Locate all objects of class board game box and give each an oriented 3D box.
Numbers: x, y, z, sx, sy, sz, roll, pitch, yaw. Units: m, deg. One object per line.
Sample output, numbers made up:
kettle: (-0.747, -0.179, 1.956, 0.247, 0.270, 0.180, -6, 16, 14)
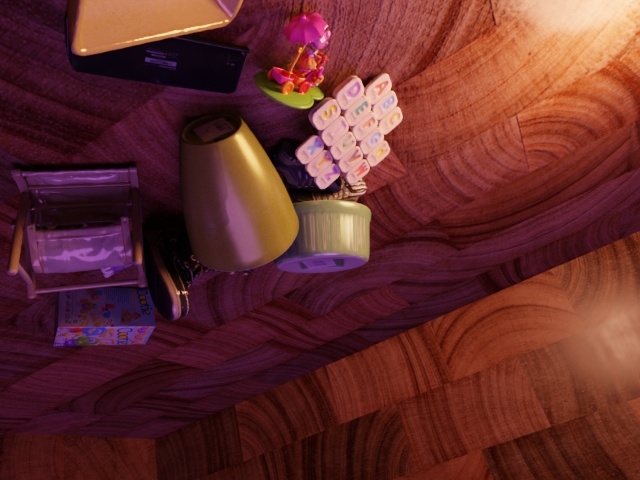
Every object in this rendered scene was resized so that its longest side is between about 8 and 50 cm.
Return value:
board game box: (-0.687, 0.243, 1.514, 0.275, 0.145, 0.142, 6, 143, -32)

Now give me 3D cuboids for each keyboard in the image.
keyboard: (-0.285, -0.364, 0.861, 0.316, 0.033, 0.201, 0, 151, -27)

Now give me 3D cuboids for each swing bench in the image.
swing bench: (-0.538, -0.025, 1.074, 0.253, 0.255, 0.165, -4, 156, -19)

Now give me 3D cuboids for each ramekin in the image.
ramekin: (0.000, 0.000, 1.362, 0.302, 0.149, 0.303, -3, 167, -1)

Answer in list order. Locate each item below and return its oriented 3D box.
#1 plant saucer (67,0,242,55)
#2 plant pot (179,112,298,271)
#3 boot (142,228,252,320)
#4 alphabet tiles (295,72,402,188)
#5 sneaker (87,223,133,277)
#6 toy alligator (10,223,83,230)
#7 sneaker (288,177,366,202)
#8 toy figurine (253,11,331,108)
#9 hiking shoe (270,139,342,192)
plant saucer: (-0.189, -0.428, 0.626, 0.333, 0.081, 0.333, -43, 175, -47)
plant pot: (-0.208, -0.129, 1.087, 0.274, 0.275, 0.294, -14, 131, -4)
boot: (-0.306, 0.061, 1.242, 0.283, 0.377, 0.138, -6, 114, -26)
alphabet tiles: (0.077, -0.250, 1.129, 0.278, 0.021, 0.284, -41, 145, -1)
sneaker: (-0.554, 0.012, 1.275, 0.104, 0.095, 0.236, -13, 154, -19)
toy alligator: (-0.659, -0.038, 1.174, 0.189, 0.052, 0.056, 9, 144, -2)
sneaker: (0.012, -0.111, 1.352, 0.228, 0.086, 0.132, -5, 149, -20)
toy figurine: (-0.027, -0.362, 0.930, 0.173, 0.130, 0.159, -17, 147, -46)
hiking shoe: (-0.041, -0.178, 1.238, 0.226, 0.086, 0.114, 26, 139, -38)
